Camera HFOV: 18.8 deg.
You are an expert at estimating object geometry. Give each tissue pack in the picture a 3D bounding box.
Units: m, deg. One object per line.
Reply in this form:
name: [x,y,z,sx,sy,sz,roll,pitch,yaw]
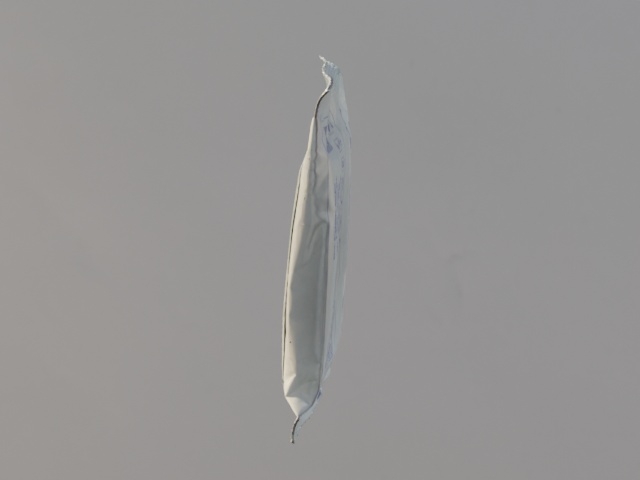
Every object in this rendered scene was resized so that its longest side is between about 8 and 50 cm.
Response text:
tissue pack: [0.000,0.000,1.050,0.026,0.122,0.193,4,-75,6]
